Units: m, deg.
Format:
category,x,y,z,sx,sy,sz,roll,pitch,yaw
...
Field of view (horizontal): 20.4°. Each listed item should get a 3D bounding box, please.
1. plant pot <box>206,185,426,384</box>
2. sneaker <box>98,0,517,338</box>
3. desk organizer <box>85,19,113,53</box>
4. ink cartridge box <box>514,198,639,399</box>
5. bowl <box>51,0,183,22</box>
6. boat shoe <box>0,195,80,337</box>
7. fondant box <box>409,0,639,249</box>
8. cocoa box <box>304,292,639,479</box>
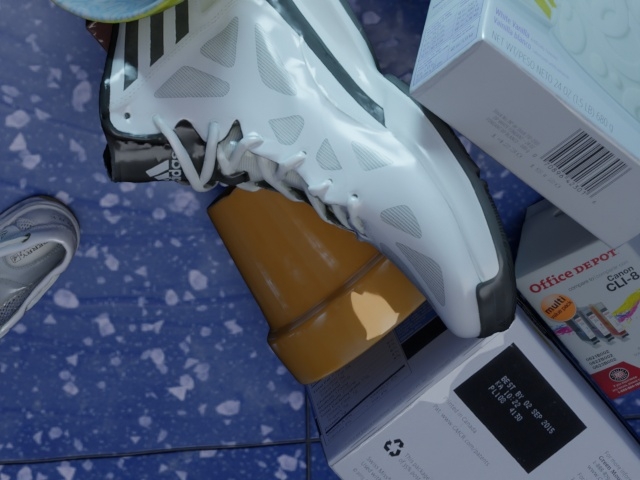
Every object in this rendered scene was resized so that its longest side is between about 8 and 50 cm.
category,x,y,z,sx,sy,sz,roll,pitch,yaw
plant pot,0.000,0.000,1.685,0.205,0.205,0.188,-39,95,6
sneaker,-0.036,-0.055,1.537,0.257,0.447,0.169,-28,155,-13
desk organizer,-0.159,-0.172,1.662,0.050,0.047,0.130,-37,112,8
ink cartridge box,0.292,0.038,1.752,0.128,0.127,0.176,-29,114,32
bowl,-0.139,-0.339,1.526,0.156,0.289,0.289,-18,120,-48
boat shoe,-0.346,0.066,1.693,0.277,0.096,0.098,-40,112,7
fondant box,0.219,-0.187,1.568,0.238,0.330,0.096,35,132,-20
cocoa box,0.179,0.213,1.763,0.231,0.228,0.347,-39,111,7
